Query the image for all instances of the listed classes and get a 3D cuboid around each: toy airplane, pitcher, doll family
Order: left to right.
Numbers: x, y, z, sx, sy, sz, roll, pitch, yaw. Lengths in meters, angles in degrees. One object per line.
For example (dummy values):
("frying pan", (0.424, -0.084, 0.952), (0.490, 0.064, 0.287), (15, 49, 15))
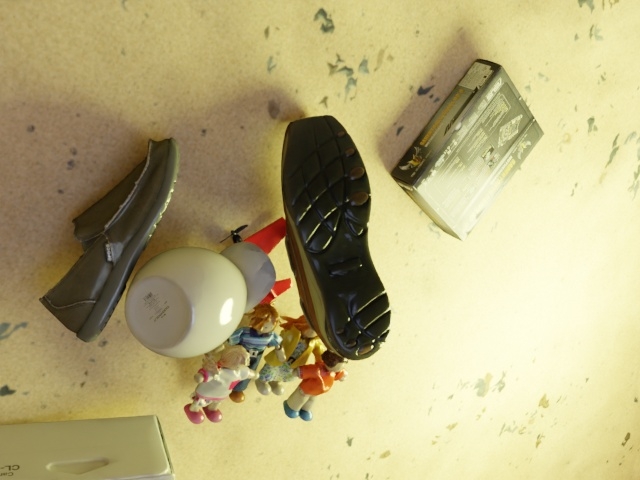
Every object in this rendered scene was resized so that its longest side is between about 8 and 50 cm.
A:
("pitcher", (-0.160, 0.084, 0.865), (0.178, 0.125, 0.207), (-47, 172, 16))
("toy airplane", (-0.091, 0.041, 0.992), (0.151, 0.028, 0.151), (-17, 123, -28))
("doll family", (-0.079, 0.163, 1.017), (0.262, 0.118, 0.163), (8, 125, -38))

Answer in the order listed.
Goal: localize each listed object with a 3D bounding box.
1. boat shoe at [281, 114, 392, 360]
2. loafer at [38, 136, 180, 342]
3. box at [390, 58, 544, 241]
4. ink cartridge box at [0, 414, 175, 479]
("boat shoe", (0.000, 0.000, 0.958), (0.122, 0.120, 0.324), (-10, 91, -25))
("loafer", (-0.236, -0.012, 0.805), (0.087, 0.094, 0.251), (27, 82, -12))
("box", (0.238, -0.139, 1.131), (0.231, 0.056, 0.183), (-53, 133, -2))
("ink cartridge box", (-0.317, 0.388, 0.907), (0.226, 0.131, 0.306), (2, 111, -24))
